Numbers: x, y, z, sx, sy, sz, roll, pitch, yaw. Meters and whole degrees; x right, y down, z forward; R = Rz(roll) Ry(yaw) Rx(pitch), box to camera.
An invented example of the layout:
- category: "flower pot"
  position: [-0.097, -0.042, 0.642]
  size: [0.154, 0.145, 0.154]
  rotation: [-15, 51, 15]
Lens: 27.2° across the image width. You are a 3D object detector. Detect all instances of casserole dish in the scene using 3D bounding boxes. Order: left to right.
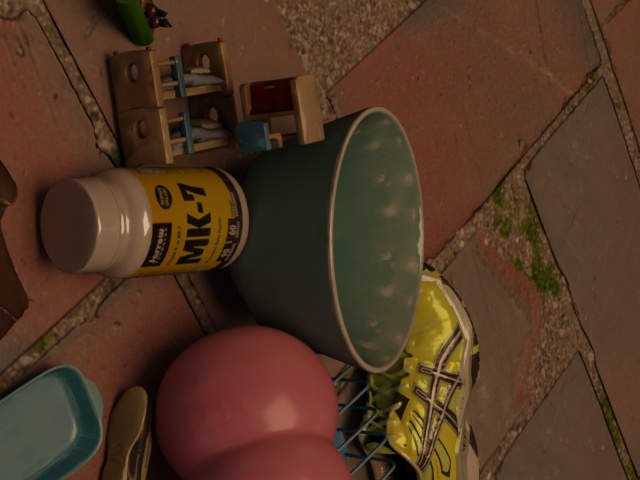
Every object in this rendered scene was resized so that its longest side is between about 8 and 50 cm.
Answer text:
- category: "casserole dish"
  position: [-0.302, 0.203, 1.355]
  size: [0.188, 0.037, 0.114]
  rotation: [-34, 115, -42]

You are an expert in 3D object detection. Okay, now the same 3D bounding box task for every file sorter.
- category: "file sorter"
  position: [0.008, 0.234, 1.652]
  size: [0.118, 0.104, 0.170]
  rotation: [-37, 116, -43]

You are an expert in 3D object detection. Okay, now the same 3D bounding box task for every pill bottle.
- category: "pill bottle"
  position: [-0.188, -0.020, 1.424]
  size: [0.208, 0.119, 0.119]
  rotation: [-5, 94, -48]

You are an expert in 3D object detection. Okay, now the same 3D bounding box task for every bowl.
- category: "bowl"
  position: [0.000, 0.000, 1.567]
  size: [0.311, 0.163, 0.311]
  rotation: [-1, 90, -67]

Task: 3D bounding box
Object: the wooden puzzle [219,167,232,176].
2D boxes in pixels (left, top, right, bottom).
- category: "wooden puzzle"
  position: [-0.128, -0.051, 1.574]
  size: [0.049, 0.006, 0.083]
  rotation: [33, 66, -43]

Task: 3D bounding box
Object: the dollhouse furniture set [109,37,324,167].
- category: "dollhouse furniture set"
  position: [-0.114, -0.158, 1.452]
  size: [0.129, 0.184, 0.129]
  rotation: [-18, 102, -51]

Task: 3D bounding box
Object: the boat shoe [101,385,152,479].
- category: "boat shoe"
  position: [-0.206, 0.229, 1.454]
  size: [0.043, 0.049, 0.137]
  rotation: [19, 78, -50]

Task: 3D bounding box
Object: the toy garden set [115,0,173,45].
- category: "toy garden set"
  position: [-0.162, -0.357, 1.423]
  size: [0.204, 0.049, 0.244]
  rotation: [80, 24, -73]

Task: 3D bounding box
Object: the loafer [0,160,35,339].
- category: "loafer"
  position: [-0.362, -0.058, 1.236]
  size: [0.130, 0.134, 0.366]
  rotation: [-32, 123, -48]

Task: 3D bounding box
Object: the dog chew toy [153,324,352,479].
- category: "dog chew toy"
  position: [-0.059, 0.260, 1.434]
  size: [0.207, 0.206, 0.332]
  rotation: [19, 43, -47]

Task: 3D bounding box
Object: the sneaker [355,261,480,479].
- category: "sneaker"
  position: [0.121, 0.207, 1.751]
  size: [0.147, 0.145, 0.384]
  rotation: [-20, 103, -47]
